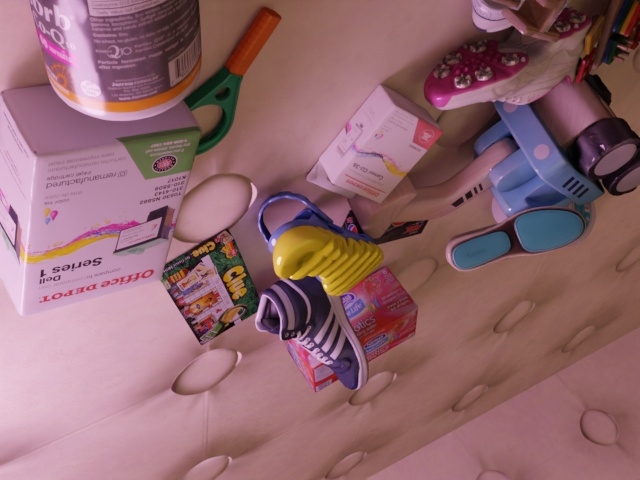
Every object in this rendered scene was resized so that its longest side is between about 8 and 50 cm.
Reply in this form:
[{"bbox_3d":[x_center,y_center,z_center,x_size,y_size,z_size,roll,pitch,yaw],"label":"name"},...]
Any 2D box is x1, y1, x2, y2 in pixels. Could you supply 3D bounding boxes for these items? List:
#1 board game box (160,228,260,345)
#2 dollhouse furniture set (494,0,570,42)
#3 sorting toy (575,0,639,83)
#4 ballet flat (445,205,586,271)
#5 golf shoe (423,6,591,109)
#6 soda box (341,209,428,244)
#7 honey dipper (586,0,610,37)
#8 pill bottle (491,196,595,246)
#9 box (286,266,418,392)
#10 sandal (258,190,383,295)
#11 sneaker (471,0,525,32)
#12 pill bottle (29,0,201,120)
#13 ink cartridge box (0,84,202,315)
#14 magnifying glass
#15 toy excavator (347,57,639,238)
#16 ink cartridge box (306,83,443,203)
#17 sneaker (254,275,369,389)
[{"bbox_3d":[-0.182,0.086,1.457,0.136,0.030,0.260,-33,151,-10],"label":"board game box"},{"bbox_3d":[0.283,-0.388,1.035,0.161,0.242,0.212,-3,137,-46],"label":"dollhouse furniture set"},{"bbox_3d":[0.512,-0.361,1.436,0.274,0.046,0.132,-43,151,-36],"label":"sorting toy"},{"bbox_3d":[0.344,-0.007,1.537,0.248,0.086,0.086,-13,151,6],"label":"ballet flat"},{"bbox_3d":[0.301,-0.258,1.359,0.306,0.115,0.140,-26,136,-15],"label":"golf shoe"},{"bbox_3d":[0.122,-0.034,1.581,0.168,0.053,0.060,-14,145,-35],"label":"soda box"},{"bbox_3d":[0.487,-0.408,1.449,0.030,0.030,0.161,-24,147,-22],"label":"honey dipper"},{"bbox_3d":[0.465,-0.063,1.814,0.264,0.146,0.146,5,131,-49],"label":"pill bottle"},{"bbox_3d":[0.063,0.182,1.762,0.256,0.123,0.128,-28,151,-14],"label":"box"},{"bbox_3d":[0.000,0.000,1.416,0.126,0.138,0.317,-41,153,10],"label":"sandal"},{"bbox_3d":[0.324,-0.393,1.254,0.258,0.094,0.091,-29,171,-8],"label":"sneaker"},{"bbox_3d":[-0.195,-0.259,0.796,0.162,0.162,0.278,-24,149,-21],"label":"pill bottle"},{"bbox_3d":[-0.281,-0.053,1.049,0.201,0.117,0.278,-15,145,-34],"label":"ink cartridge box"},{"bbox_3d":[-0.123,-0.199,1.104,0.092,0.026,0.231,3,132,-49],"label":"magnifying glass"},{"bbox_3d":[0.322,-0.124,1.534,0.445,0.222,0.433,-39,151,22],"label":"toy excavator"},{"bbox_3d":[0.082,-0.134,1.351,0.115,0.067,0.198,20,121,-39],"label":"ink cartridge box"},{"bbox_3d":[-0.019,0.179,1.568,0.153,0.099,0.282,-32,113,-29],"label":"sneaker"}]
